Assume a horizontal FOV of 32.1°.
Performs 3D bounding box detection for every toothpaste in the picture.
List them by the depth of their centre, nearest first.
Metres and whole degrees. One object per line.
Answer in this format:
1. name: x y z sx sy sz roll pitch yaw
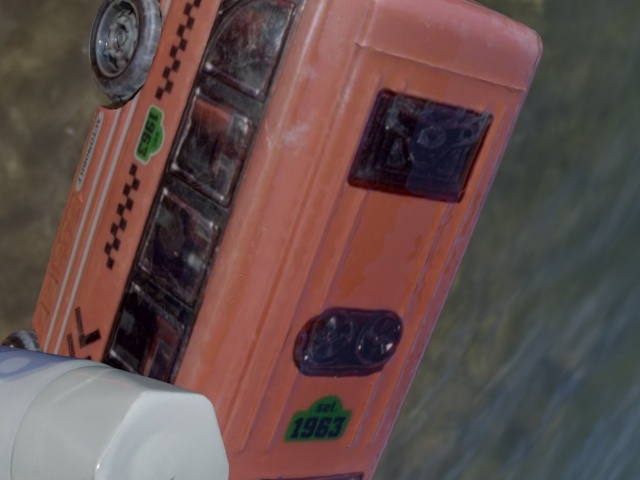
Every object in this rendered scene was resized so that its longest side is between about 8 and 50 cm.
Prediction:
1. toothpaste: -0.205 0.089 0.566 0.080 0.371 0.125 -49 126 -38

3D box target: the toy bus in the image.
1. toy bus: -0.042 0.022 0.704 0.203 0.233 0.427 6 110 -41
